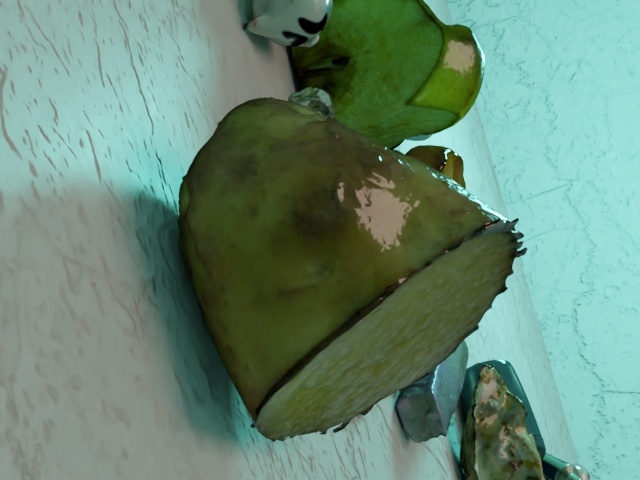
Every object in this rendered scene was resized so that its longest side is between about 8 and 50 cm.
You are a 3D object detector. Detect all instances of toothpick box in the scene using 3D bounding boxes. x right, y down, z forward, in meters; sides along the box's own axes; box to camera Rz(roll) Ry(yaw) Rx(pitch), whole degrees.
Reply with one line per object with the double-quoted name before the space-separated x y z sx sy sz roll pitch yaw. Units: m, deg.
"toothpick box" 0.308 0.302 1.843 0.120 0.120 0.184 46 27 -58

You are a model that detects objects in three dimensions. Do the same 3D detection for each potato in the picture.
"potato" 0.000 0.000 0.942 0.237 0.301 0.288 50 -19 24

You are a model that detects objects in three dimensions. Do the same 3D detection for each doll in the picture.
"doll" -0.034 -0.315 1.391 0.107 0.110 0.180 41 25 -24

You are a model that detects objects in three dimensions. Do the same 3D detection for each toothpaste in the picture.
"toothpaste" 0.374 0.385 1.890 0.069 0.047 0.268 29 -3 -27

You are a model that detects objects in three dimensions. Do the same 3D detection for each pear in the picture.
"pear" 0.095 -0.249 1.503 0.164 0.255 0.238 38 31 -61

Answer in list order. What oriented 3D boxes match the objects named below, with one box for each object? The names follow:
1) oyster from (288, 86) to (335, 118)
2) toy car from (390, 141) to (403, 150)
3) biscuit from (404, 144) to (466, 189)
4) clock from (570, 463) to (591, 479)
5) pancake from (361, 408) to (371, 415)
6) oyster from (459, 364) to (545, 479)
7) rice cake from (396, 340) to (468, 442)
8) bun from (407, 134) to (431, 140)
"oyster" 0.006 -0.051 1.209 0.267 0.112 0.198 65 19 2
"toy car" 0.078 -0.236 1.733 0.108 0.089 0.209 15 54 -78
"biscuit" 0.140 0.007 1.523 0.296 0.102 0.296 7 90 -71
"clock" 0.432 0.582 1.867 0.342 0.184 0.326 66 20 1
"pancake" 0.032 0.118 1.284 0.199 0.021 0.199 -17 90 -76
"oyster" 0.297 0.349 1.714 0.166 0.094 0.294 10 59 -20
"rice cake" 0.172 0.202 1.591 0.070 0.064 0.399 64 16 -5
"bun" 0.158 -0.247 2.035 0.141 0.083 0.141 47 28 -35
